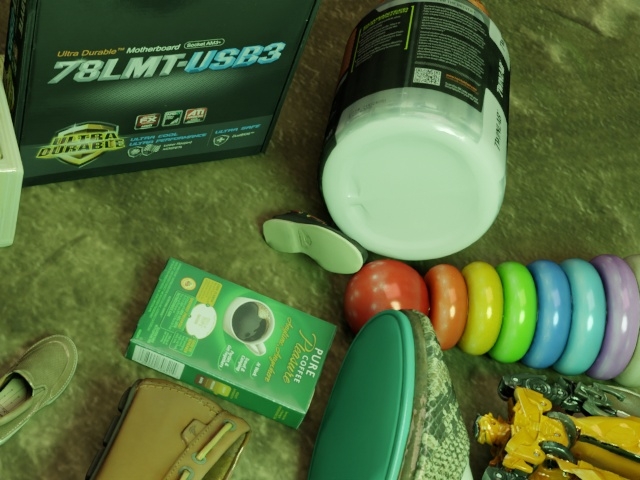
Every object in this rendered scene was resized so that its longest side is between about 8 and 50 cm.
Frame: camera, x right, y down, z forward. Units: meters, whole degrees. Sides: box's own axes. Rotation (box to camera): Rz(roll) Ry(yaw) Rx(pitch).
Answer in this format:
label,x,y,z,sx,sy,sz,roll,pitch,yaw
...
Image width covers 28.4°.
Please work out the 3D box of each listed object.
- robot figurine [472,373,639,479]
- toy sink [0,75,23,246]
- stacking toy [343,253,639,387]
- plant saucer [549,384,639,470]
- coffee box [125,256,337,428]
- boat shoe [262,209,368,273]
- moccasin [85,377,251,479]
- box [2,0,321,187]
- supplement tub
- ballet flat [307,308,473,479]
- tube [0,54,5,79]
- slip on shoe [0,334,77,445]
label,x,y,z,sx,sy,sz,roll,pitch,yaw
robot figurine,0.276,0.231,1.179,0.291,0.085,0.211,20,35,4
toy sink,-0.415,-0.081,1.196,0.234,0.131,0.153,-5,56,-23
stacking toy,0.186,0.070,1.311,0.330,0.141,0.141,6,52,-9
plant saucer,0.293,0.226,1.273,0.168,0.029,0.168,5,55,-7
coffee box,-0.086,0.100,1.236,0.184,0.040,0.113,22,50,-2
boat shoe,0.000,-0.002,1.311,0.133,0.049,0.042,18,34,41
moccasin,-0.152,0.284,1.021,0.147,0.139,0.380,17,40,5
box,-0.163,-0.185,1.261,0.295,0.293,0.073,-9,58,-26
supplement tub,0.109,-0.144,1.377,0.193,0.194,0.316,19,40,-5
ballet flat,0.051,0.294,1.086,0.182,0.164,0.483,35,52,-21
tube,-0.330,-0.164,1.346,0.240,0.062,0.070,-5,99,-29
slip on shoe,-0.267,0.130,1.146,0.051,0.041,0.135,36,51,9
